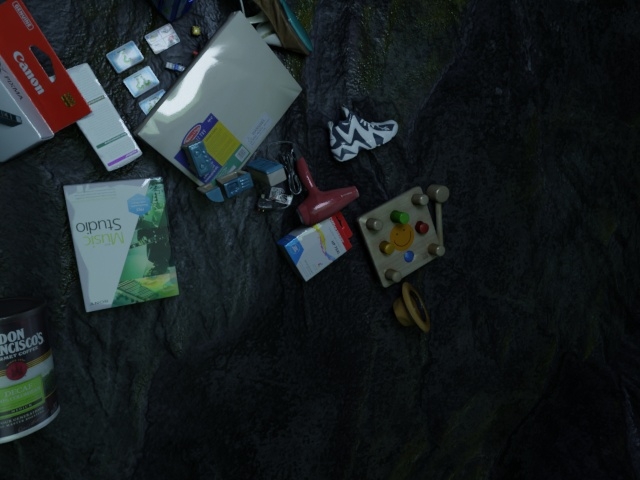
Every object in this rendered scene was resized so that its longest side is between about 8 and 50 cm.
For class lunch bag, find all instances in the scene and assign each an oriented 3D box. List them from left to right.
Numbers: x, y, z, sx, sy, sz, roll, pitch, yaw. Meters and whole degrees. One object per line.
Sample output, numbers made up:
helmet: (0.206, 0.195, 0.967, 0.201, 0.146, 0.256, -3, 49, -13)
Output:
lunch bag: (-0.365, -0.623, 1.063, 0.090, 0.219, 0.176, -40, 111, -13)

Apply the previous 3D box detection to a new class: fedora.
fedora: (0.297, 0.234, 1.530, 0.079, 0.194, 0.194, -29, 112, 20)

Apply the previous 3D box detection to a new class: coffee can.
coffee can: (-0.725, 0.286, 1.041, 0.201, 0.201, 0.276, -6, 100, -23)

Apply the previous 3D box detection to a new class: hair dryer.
hair dryer: (-0.030, -0.156, 1.313, 0.293, 0.080, 0.224, 16, 90, -8)

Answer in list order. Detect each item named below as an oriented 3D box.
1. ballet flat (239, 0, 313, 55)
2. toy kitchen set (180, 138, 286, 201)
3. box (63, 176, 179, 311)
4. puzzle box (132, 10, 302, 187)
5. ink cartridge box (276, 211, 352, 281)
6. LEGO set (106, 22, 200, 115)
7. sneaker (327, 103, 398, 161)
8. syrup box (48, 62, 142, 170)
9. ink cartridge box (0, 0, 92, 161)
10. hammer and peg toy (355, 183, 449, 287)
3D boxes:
ballet flat: (-0.134, -0.590, 1.188, 0.124, 0.342, 0.116, -23, 69, 13)
toy kitchen set: (-0.220, -0.202, 1.170, 0.207, 0.122, 0.166, -31, 124, -26)
box: (-0.507, 0.006, 1.177, 0.232, 0.058, 0.323, -10, 102, -22)
puzzle box: (-0.256, -0.347, 1.202, 0.409, 0.052, 0.272, -54, 131, -9)
ink cartridge box: (0.000, 0.000, 1.390, 0.231, 0.078, 0.134, -37, 110, -16)
LEGO set: (-0.386, -0.450, 1.170, 0.244, 0.060, 0.183, -37, 114, -16)
sneaker: (0.122, -0.356, 1.385, 0.234, 0.094, 0.153, -26, 116, -8)
syrup box: (-0.538, -0.290, 1.102, 0.096, 0.093, 0.237, -32, 109, -17)
ink cartridge box: (-0.681, -0.345, 0.992, 0.238, 0.060, 0.275, -23, 109, 14)
hammer and peg toy: (0.309, -0.030, 1.495, 0.361, 0.127, 0.266, -27, 107, -18)
